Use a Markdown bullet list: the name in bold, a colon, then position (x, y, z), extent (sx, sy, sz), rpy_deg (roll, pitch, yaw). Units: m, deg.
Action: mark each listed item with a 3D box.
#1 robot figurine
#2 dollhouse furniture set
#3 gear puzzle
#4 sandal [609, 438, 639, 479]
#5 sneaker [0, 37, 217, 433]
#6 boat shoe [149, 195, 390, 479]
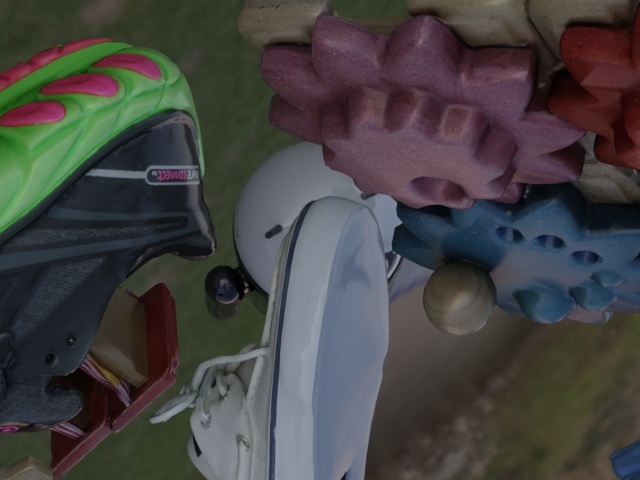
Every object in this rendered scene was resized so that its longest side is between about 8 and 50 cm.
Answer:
- **robot figurine**: position (-0.001, 0.003, 1.772), extent (0.278, 0.173, 0.209), rpy_deg (98, 15, -78)
- **dollhouse furniture set**: position (-0.223, 0.151, 1.322), extent (0.152, 0.201, 0.374), rpy_deg (-39, -145, 25)
- **gear puzzle**: position (0.153, -0.005, 0.425), extent (0.175, 0.339, 0.044), rpy_deg (44, 53, -51)
- **sandal**: position (0.262, 0.169, 1.062), extent (0.317, 0.126, 0.138), rpy_deg (-7, -145, 39)
- **sneaker**: position (-0.249, 0.066, 1.092), extent (0.483, 0.202, 0.185), rpy_deg (-35, -152, -20)
- **boat shoe**: position (-0.048, 0.134, 1.269), extent (0.136, 0.156, 0.367), rpy_deg (-42, 140, -57)
